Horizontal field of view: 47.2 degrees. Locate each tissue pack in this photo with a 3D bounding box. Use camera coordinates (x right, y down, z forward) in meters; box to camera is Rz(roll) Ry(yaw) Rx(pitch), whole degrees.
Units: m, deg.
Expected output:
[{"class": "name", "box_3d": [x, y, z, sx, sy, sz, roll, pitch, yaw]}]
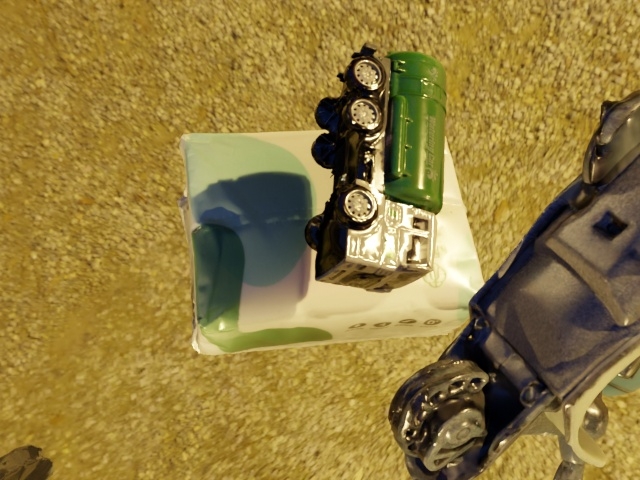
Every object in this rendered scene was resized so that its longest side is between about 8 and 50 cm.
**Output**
[{"class": "tissue pack", "box_3d": [0.001, -0.001, 0.947, 0.356, 0.194, 0.266, -4, 66, -11]}]

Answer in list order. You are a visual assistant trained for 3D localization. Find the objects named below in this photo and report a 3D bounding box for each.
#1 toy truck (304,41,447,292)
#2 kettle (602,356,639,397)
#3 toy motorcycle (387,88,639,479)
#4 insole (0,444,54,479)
[{"class": "toy truck", "box_3d": [0.061, -0.073, 0.707, 0.125, 0.101, 0.242, 13, 70, -18]}, {"class": "kettle", "box_3d": [0.443, 0.052, 1.031, 0.247, 0.319, 0.342, 31, 103, 3]}, {"class": "toy motorcycle", "box_3d": [0.149, 0.035, 0.369, 0.263, 0.157, 0.091, -48, 42, 9]}, {"class": "insole", "box_3d": [-0.223, 0.206, 0.292, 0.012, 0.110, 0.309, 40, 86, 11]}]
